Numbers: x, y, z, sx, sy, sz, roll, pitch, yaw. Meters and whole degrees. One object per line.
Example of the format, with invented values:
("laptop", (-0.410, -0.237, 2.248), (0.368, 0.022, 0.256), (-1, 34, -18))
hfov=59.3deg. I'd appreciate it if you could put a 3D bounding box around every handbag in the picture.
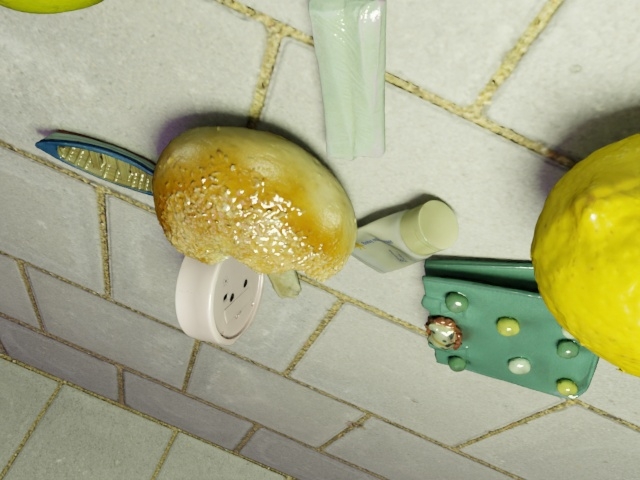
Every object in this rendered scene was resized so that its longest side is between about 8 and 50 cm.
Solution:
("handbag", (0.302, 0.146, 0.893), (0.273, 0.100, 0.269), (6, 143, 21))

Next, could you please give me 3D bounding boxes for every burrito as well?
("burrito", (-0.077, 0.051, 1.020), (0.058, 0.045, 0.188), (12, 146, 26))

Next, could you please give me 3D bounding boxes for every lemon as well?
("lemon", (0.363, 0.024, 0.573), (0.310, 0.254, 0.253), (28, 145, -20))

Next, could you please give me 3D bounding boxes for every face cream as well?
("face cream", (0.110, 0.006, 0.853), (0.114, 0.070, 0.224), (34, 152, -16))

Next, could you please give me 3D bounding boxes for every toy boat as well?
("toy boat", (-0.354, -0.131, 0.925), (0.228, 0.046, 0.080), (20, 146, 3))

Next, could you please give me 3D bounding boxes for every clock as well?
("clock", (-0.167, 0.078, 0.971), (0.068, 0.197, 0.197), (10, 143, 19))

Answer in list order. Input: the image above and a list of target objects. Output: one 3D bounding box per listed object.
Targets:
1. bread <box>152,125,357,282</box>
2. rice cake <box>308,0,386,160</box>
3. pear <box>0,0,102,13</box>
("bread", (-0.089, -0.053, 0.779), (0.313, 0.171, 0.192), (23, 149, -2))
("rice cake", (0.038, -0.179, 0.652), (0.080, 0.042, 0.222), (7, 142, 13))
("pear", (-0.252, -0.310, 0.492), (0.212, 0.213, 0.269), (40, 143, -24))
